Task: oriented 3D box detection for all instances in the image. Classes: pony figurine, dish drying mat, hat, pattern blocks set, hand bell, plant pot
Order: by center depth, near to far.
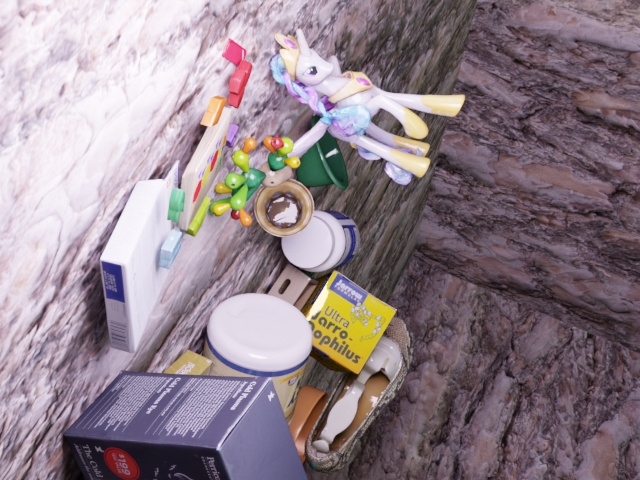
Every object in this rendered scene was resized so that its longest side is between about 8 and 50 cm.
[{"bbox_3d":[-0.188,-0.121,1.454,0.325,0.026,0.286,-69,178,-53],"label":"pattern blocks set"},{"bbox_3d":[-0.140,-0.307,1.481,0.032,0.008,0.083,-67,167,4],"label":"dish drying mat"},{"bbox_3d":[0.050,-0.243,1.755,0.351,0.363,0.303,122,-9,-63],"label":"pony figurine"},{"bbox_3d":[-0.084,-0.051,2.002,0.242,0.126,0.126,114,1,-80],"label":"hand bell"},{"bbox_3d":[-0.050,-0.159,2.065,0.209,0.183,0.173,67,18,-9],"label":"hat"},{"bbox_3d":[-0.132,0.507,2.461,0.291,0.203,0.291,23,90,-78],"label":"plant pot"}]

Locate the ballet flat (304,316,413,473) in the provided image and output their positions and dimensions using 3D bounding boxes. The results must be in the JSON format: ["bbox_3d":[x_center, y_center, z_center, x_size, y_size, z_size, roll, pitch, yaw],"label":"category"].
[{"bbox_3d":[0.110,0.403,2.420,0.483,0.164,0.182,-57,164,-15],"label":"ballet flat"}]

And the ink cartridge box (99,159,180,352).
[{"bbox_3d":[-0.273,0.021,1.389,0.223,0.045,0.224,99,7,-48],"label":"ink cartridge box"}]

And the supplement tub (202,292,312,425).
[{"bbox_3d":[-0.153,0.300,1.968,0.228,0.228,0.316,-49,158,-54],"label":"supplement tub"}]

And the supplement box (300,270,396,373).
[{"bbox_3d":[0.034,0.222,2.402,0.195,0.194,0.356,-58,-175,-11],"label":"supplement box"}]

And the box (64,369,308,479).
[{"bbox_3d":[-0.202,0.407,1.508,0.179,0.312,0.343,-52,131,-51],"label":"box"}]

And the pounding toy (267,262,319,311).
[{"bbox_3d":[-0.073,0.108,2.307,0.141,0.100,0.130,-56,166,0],"label":"pounding toy"}]

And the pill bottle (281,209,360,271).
[{"bbox_3d":[0.000,0.000,2.243,0.153,0.153,0.264,-69,167,6],"label":"pill bottle"}]

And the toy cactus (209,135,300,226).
[{"bbox_3d":[-0.103,-0.111,1.629,0.219,0.112,0.180,-52,163,27],"label":"toy cactus"}]

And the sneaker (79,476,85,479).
[{"bbox_3d":[-0.375,0.479,1.678,0.135,0.097,0.276,-69,165,7],"label":"sneaker"}]

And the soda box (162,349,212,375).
[{"bbox_3d":[-0.286,0.290,1.789,0.181,0.061,0.058,-43,152,-60],"label":"soda box"}]
